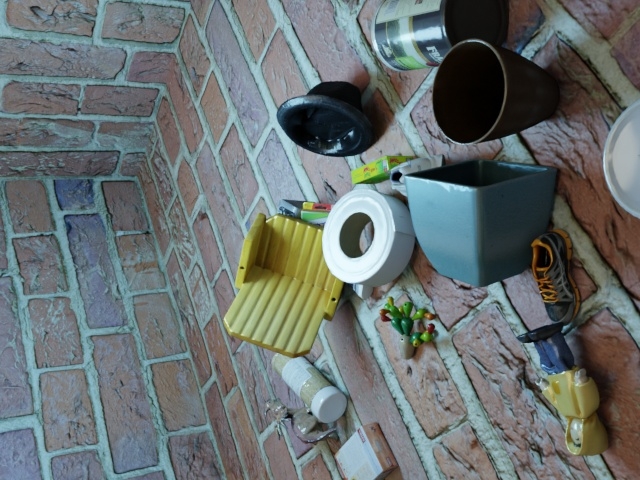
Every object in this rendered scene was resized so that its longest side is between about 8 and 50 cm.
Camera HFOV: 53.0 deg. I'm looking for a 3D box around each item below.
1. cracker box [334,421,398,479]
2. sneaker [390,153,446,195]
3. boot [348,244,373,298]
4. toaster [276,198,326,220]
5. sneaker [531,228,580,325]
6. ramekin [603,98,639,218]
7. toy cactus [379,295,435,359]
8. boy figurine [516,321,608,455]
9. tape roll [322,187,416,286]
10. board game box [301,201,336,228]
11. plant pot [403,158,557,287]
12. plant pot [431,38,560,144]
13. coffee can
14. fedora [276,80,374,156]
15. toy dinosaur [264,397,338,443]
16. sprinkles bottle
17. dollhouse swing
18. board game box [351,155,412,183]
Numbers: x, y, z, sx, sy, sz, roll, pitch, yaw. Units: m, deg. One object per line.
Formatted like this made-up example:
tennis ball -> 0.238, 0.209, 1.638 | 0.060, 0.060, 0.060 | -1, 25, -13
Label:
cracker box -> 0.145, 0.716, 2.090 | 0.155, 0.067, 0.232 | 63, 143, 31
sneaker -> 0.240, -0.171, 1.703 | 0.297, 0.130, 0.110 | 129, 137, -83
boot -> 0.130, 0.085, 2.023 | 0.086, 0.069, 0.189 | 37, 125, 43
toaster -> -0.064, -0.047, 2.234 | 0.110, 0.186, 0.167 | 34, 115, 48
sneaker -> 0.505, 0.085, 1.410 | 0.084, 0.083, 0.214 | -12, 86, 56
ramekin -> 0.632, -0.147, 1.132 | 0.273, 0.127, 0.272 | 11, 104, 57
toy cactus -> 0.246, 0.264, 1.849 | 0.219, 0.112, 0.180 | 23, 124, 46
boy figurine -> 0.525, 0.322, 1.383 | 0.177, 0.092, 0.285 | 138, 114, -71
tape roll -> 0.139, -0.008, 1.893 | 0.286, 0.100, 0.285 | -14, 70, 43
board game box -> 0.000, 0.000, 2.153 | 0.039, 0.124, 0.259 | -56, -32, -66
plant pot -> 0.365, -0.038, 1.483 | 0.247, 0.248, 0.252 | 21, 121, 55
plant pot -> 0.399, -0.313, 1.384 | 0.215, 0.231, 0.215 | 13, 105, 58
coffee can -> 0.285, -0.525, 1.568 | 0.275, 0.202, 0.201 | 16, 108, 57
fedora -> 0.029, -0.397, 1.996 | 0.334, 0.334, 0.152 | -19, 48, 57
toy dinosaur -> -0.062, 0.663, 2.288 | 0.296, 0.201, 0.127 | 17, 108, 56
sprinkles bottle -> -0.048, 0.513, 2.319 | 0.355, 0.121, 0.121 | 33, 121, 52
dollhouse swing -> -0.112, 0.139, 2.052 | 0.347, 0.305, 0.315 | 20, 121, 7
board game box -> 0.179, -0.205, 1.884 | 0.181, 0.092, 0.043 | -16, 79, 58
